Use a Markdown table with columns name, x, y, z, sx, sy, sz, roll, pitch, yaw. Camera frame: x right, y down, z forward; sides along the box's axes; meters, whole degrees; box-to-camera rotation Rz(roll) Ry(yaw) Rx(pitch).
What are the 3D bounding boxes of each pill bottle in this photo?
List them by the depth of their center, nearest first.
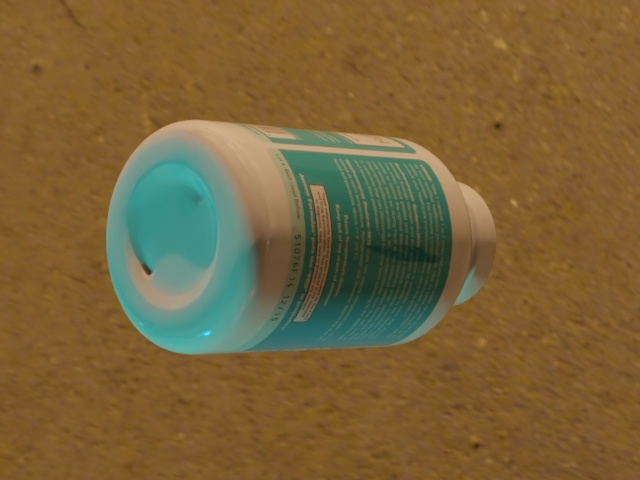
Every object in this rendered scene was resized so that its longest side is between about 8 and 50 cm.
| name | x | y | z | sx | sy | sz | roll | pitch | yaw |
| --- | --- | --- | --- | --- | --- | --- | --- | --- | --- |
| pill bottle | 0.000 | 0.000 | 1.130 | 0.146 | 0.264 | 0.146 | -2 | 88 | 45 |
